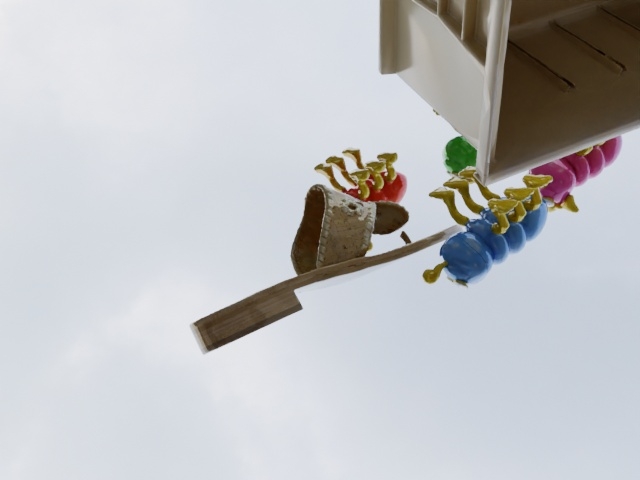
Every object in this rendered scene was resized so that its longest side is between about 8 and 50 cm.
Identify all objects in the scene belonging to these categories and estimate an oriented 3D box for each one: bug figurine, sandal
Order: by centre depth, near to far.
[{"bbox_3d":[0.003,-0.002,0.638,0.088,0.240,0.079,-30,-95,58],"label":"sandal"},{"bbox_3d":[0.115,-0.044,0.684,0.216,0.279,0.072,-33,-69,-15],"label":"bug figurine"}]

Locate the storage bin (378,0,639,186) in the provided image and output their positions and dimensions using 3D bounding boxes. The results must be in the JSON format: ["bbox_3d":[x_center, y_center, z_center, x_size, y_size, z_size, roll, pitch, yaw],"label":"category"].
[{"bbox_3d":[0.172,-0.202,0.465,0.262,0.123,0.260,-20,-45,-18],"label":"storage bin"}]
